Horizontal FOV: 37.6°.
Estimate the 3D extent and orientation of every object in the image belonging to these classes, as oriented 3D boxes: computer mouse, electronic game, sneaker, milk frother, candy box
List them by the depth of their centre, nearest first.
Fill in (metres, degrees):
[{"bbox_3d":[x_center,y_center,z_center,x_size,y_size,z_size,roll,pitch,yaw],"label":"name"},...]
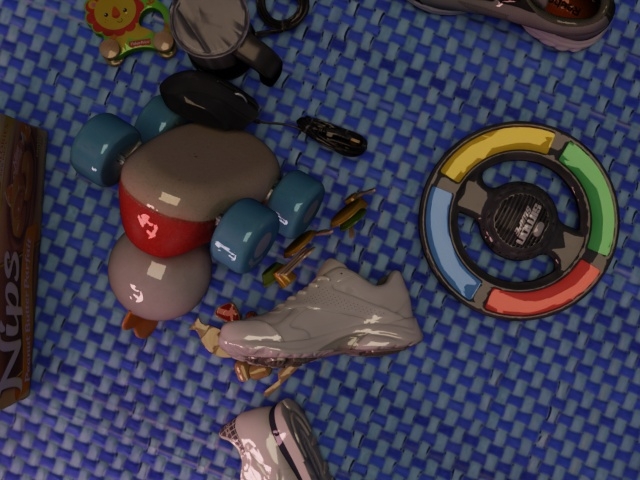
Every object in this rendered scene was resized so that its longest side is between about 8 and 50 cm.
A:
[{"bbox_3d":[-0.368,0.025,1.007,0.088,0.183,0.316,5,90,1],"label":"candy box"},{"bbox_3d":[-0.085,-0.249,1.030,0.129,0.135,0.143,17,90,-1],"label":"milk frother"},{"bbox_3d":[0.200,-0.292,1.044,0.272,0.108,0.100,16,92,1],"label":"sneaker"},{"bbox_3d":[-0.059,-0.143,1.045,0.242,0.071,0.041,13,121,-15],"label":"computer mouse"},{"bbox_3d":[-0.004,0.079,1.054,0.232,0.090,0.115,-4,75,-19],"label":"sneaker"},{"bbox_3d":[-0.033,0.299,1.065,0.095,0.090,0.235,-22,86,13],"label":"sneaker"},{"bbox_3d":[0.226,-0.022,1.073,0.229,0.048,0.229,0,90,0],"label":"electronic game"}]

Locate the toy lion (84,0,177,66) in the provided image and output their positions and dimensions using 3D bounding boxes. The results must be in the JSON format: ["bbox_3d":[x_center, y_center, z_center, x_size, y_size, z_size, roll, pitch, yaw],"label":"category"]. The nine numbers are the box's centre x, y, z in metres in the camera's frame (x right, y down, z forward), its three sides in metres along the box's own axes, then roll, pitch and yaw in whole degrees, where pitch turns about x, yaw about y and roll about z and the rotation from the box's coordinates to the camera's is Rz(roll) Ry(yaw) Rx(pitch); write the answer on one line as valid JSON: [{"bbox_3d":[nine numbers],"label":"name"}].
[{"bbox_3d":[-0.221,-0.255,1.085,0.100,0.034,0.096,-8,82,0],"label":"toy lion"}]

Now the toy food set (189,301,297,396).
[{"bbox_3d":[-0.083,0.118,1.088,0.078,0.019,0.122,-44,89,0],"label":"toy food set"}]

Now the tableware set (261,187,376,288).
[{"bbox_3d":[0.000,0.000,1.054,0.154,0.104,0.024,-44,103,-20],"label":"tableware set"}]

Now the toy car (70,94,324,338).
[{"bbox_3d":[-0.155,0.000,1.033,0.219,0.210,0.238,31,119,13],"label":"toy car"}]
